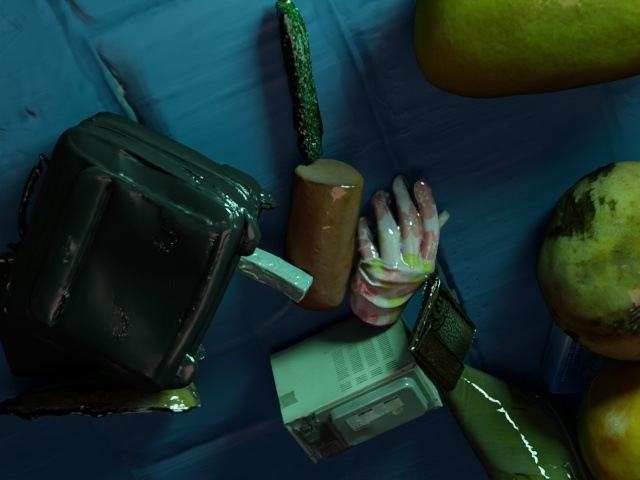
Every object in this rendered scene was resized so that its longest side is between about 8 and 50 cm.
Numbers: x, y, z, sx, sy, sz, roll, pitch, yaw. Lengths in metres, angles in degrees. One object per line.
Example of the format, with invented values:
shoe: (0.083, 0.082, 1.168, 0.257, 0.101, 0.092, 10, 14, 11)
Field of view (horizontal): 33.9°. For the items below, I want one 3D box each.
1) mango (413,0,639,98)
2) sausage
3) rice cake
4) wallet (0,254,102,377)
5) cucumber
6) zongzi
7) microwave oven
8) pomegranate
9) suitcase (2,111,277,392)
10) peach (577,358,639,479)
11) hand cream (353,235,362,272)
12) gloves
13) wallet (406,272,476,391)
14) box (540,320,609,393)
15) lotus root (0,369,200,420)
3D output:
mango: (0.334, -0.338, 1.413, 0.446, 0.232, 0.300, -20, 129, 13)
sausage: (0.000, 0.000, 1.649, 0.113, 0.113, 0.259, 1, 126, -10)
rice cake: (-0.128, 0.024, 1.626, 0.245, 0.045, 0.042, 24, 132, 5)
wallet: (-0.370, 0.115, 1.706, 0.323, 0.041, 0.247, -5, 123, 0)
cucumber: (-0.028, -0.232, 1.529, 0.044, 0.043, 0.256, -14, 124, -6)
zongzi: (0.346, 0.419, 1.794, 0.418, 0.447, 0.181, 32, 119, -22)
microwave oven: (0.060, 0.244, 1.772, 0.240, 0.194, 0.145, -26, 134, 7)
pomegranate: (0.496, 0.031, 1.650, 0.322, 0.322, 0.322, -4, 124, -7)
suitcase: (-0.278, 0.013, 1.527, 0.339, 0.188, 0.345, 27, 113, 1)
peach: (0.581, 0.287, 1.756, 0.289, 0.289, 0.308, 15, 92, -19)
hand cream: (0.067, 0.035, 1.738, 0.035, 0.022, 0.102, -22, 120, 0)
gloves: (0.127, 0.017, 1.675, 0.145, 0.126, 0.241, 11, 124, -15)
wallet: (0.204, 0.158, 1.730, 0.039, 0.133, 0.243, 13, 162, 27)
box: (0.486, 0.178, 1.871, 0.139, 0.073, 0.194, 1, 123, -11)
lotus root: (-0.366, 0.253, 1.757, 0.329, 0.167, 0.078, -2, 85, -9)
